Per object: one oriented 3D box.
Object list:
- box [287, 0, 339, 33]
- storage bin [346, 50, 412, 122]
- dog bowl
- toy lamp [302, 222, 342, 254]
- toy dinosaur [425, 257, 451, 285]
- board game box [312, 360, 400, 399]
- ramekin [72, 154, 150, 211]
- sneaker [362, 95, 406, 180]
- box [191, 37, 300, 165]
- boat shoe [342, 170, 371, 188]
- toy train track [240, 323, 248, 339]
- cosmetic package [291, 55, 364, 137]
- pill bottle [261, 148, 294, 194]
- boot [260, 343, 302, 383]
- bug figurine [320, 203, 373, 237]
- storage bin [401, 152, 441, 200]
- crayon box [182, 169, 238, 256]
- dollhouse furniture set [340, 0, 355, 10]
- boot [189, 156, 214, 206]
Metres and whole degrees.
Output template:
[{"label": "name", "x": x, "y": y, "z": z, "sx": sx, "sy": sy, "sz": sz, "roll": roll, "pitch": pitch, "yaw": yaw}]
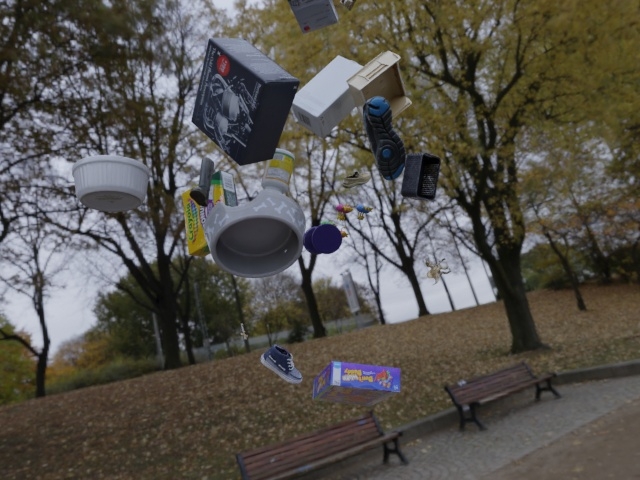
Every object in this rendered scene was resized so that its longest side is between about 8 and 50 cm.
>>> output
[{"label": "box", "x": -0.035, "y": -0.845, "z": 1.691, "sx": 0.145, "sy": 0.038, "sz": 0.186, "roll": -8, "pitch": -40, "yaw": 25}, {"label": "storage bin", "x": 0.284, "y": -0.697, "z": 2.227, "sx": 0.260, "sy": 0.123, "sz": 0.262, "roll": -39, "pitch": -41, "yaw": -6}, {"label": "dog bowl", "x": -0.214, "y": -0.006, "z": 1.598, "sx": 0.349, "sy": 0.102, "sz": 0.348, "roll": -7, "pitch": -44, "yaw": -7}, {"label": "toy lamp", "x": 0.000, "y": 0.000, "z": 1.203, "sx": 0.080, "sy": 0.080, "sz": 0.275, "roll": -13, "pitch": 2, "yaw": -6}, {"label": "toy dinosaur", "x": 0.452, "y": 0.122, "z": 1.825, "sx": 0.093, "sy": 0.053, "sz": 0.183, "roll": -28, "pitch": 25, "yaw": 14}, {"label": "board game box", "x": 0.116, "y": 0.515, "z": 1.689, "sx": 0.233, "sy": 0.078, "sz": 0.347, "roll": 8, "pitch": -27, "yaw": -7}, {"label": "ramekin", "x": -0.776, "y": -0.201, "z": 1.769, "sx": 0.273, "sy": 0.127, "sz": 0.273, "roll": -6, "pitch": -16, "yaw": -2}, {"label": "sneaker", "x": 0.257, "y": -0.415, "z": 1.942, "sx": 0.125, "sy": 0.340, "sz": 0.139, "roll": -16, "pitch": 16, "yaw": -8}, {"label": "box", "x": -0.287, "y": -0.511, "z": 1.755, "sx": 0.179, "sy": 0.312, "sz": 0.343, "roll": -25, "pitch": -31, "yaw": -46}, {"label": "boat shoe", "x": 0.197, "y": -0.332, "z": 2.503, "sx": 0.190, "sy": 0.068, "sz": 0.072, "roll": -27, "pitch": -48, "yaw": -37}, {"label": "toy train track", "x": -0.348, "y": 0.414, "z": 2.170, "sx": 0.014, "sy": 0.083, "sz": 0.048, "roll": -33, "pitch": -37, "yaw": 14}, {"label": "cosmetic package", "x": 0.054, "y": -0.718, "z": 2.360, "sx": 0.385, "sy": 0.217, "sz": 0.156, "roll": -44, "pitch": -30, "yaw": -15}, {"label": "pill bottle", "x": -0.182, "y": -0.266, "z": 1.989, "sx": 0.118, "sy": 0.208, "sz": 0.117, "roll": 10, "pitch": -17, "yaw": 3}, {"label": "boot", "x": -0.127, "y": 0.467, "z": 1.791, "sx": 0.190, "sy": 0.069, "sz": 0.086, "roll": 35, "pitch": -67, "yaw": -20}, {"label": "bug figurine", "x": 0.117, "y": -0.099, "z": 2.318, "sx": 0.216, "sy": 0.072, "sz": 0.279, "roll": 13, "pitch": -49, "yaw": -45}, {"label": "storage bin", "x": 0.406, "y": -0.256, "z": 1.923, "sx": 0.122, "sy": 0.180, "sz": 0.084, "roll": 8, "pitch": 3, "yaw": -39}, {"label": "crayon box", "x": -0.571, "y": -0.136, "z": 2.484, "sx": 0.313, "sy": 0.362, "sz": 0.106, "roll": -24, "pitch": -23, "yaw": 30}, {"label": "dollhouse furniture set", "x": 0.168, "y": -0.924, "z": 1.810, "sx": 0.101, "sy": 0.182, "sz": 0.161, "roll": 16, "pitch": -50, "yaw": -25}, {"label": "boot", "x": -0.517, "y": -0.273, "z": 2.110, "sx": 0.076, "sy": 0.208, "sz": 0.189, "roll": 12, "pitch": -15, "yaw": -4}]
